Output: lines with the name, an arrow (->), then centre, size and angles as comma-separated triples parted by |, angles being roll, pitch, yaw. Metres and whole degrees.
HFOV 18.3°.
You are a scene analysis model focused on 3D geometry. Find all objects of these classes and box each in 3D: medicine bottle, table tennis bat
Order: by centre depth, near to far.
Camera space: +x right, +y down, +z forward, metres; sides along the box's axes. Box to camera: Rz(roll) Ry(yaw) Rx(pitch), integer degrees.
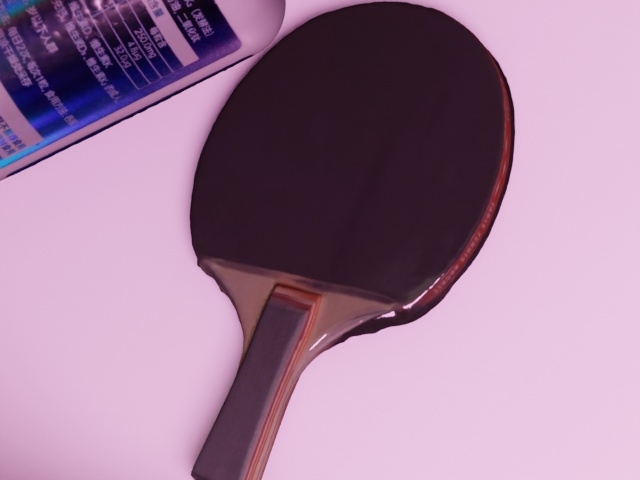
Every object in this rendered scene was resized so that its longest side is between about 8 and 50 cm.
table tennis bat -> 0.000, 0.000, 0.793 | 0.130, 0.019, 0.220 | 14, 71, 25
medicine bottle -> -0.085, -0.107, 0.819 | 0.191, 0.107, 0.107 | -26, 61, 7
